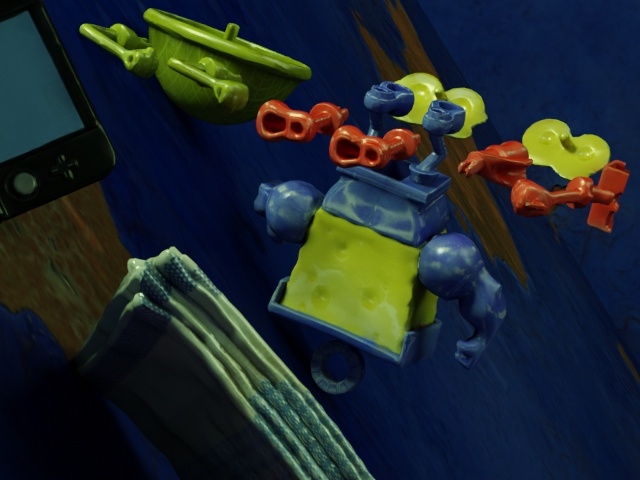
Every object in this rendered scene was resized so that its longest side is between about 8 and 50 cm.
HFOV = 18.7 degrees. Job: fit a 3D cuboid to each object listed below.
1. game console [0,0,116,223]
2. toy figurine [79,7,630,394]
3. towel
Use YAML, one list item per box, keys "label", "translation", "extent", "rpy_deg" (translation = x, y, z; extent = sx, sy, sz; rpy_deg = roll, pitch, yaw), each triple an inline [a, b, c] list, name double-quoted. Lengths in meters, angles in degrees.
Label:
- label: "game console"
  translation: [-0.169, -0.075, 0.953]
  extent: [0.122, 0.107, 0.071]
  rpy_deg: [64, -14, 8]
- label: "toy figurine"
  translation: [0.000, 0.000, 1.296]
  extent: [0.362, 0.217, 0.191]
  rpy_deg: [21, 21, 19]
- label: "towel"
  translation: [-0.009, 0.136, 0.895]
  extent: [0.285, 0.034, 0.209]
  rpy_deg: [51, -21, 1]
